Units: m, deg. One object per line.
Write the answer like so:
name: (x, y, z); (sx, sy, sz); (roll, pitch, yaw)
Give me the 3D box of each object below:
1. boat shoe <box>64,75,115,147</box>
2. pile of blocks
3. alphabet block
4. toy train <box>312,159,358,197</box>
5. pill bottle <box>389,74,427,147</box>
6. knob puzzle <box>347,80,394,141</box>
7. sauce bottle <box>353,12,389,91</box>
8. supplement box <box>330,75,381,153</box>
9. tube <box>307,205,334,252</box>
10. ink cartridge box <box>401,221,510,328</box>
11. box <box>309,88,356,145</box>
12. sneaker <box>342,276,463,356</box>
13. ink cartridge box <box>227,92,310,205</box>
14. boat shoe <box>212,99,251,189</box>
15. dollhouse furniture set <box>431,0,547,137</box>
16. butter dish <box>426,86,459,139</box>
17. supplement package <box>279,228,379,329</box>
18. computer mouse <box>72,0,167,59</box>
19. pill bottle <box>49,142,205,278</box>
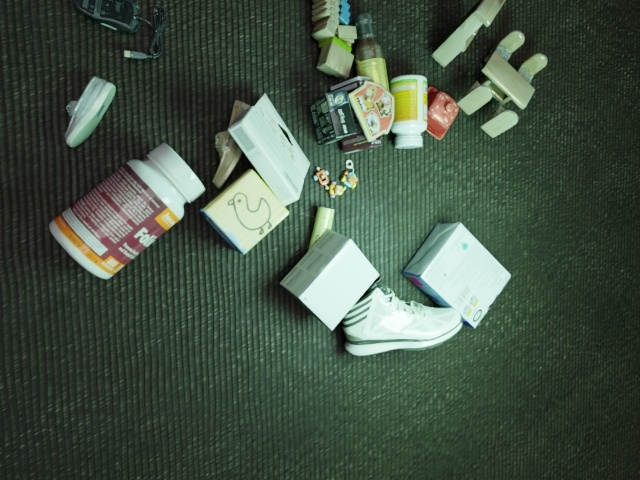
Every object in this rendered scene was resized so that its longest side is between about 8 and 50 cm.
boat shoe: (-0.702, -0.385, 1.318); (0.081, 0.079, 0.228); (29, 78, -9)
pile of blocks: (0.032, -0.746, 1.541); (0.149, 0.112, 0.362); (-12, 103, -36)
alphabet block: (-0.250, -0.092, 1.428); (0.197, 0.193, 0.192); (-44, 108, -12)
toy train: (0.063, -0.226, 1.607); (0.166, 0.046, 0.125); (-23, 101, -16)
pill bottle: (0.324, -0.469, 1.636); (0.136, 0.136, 0.246); (-2, 94, -19)
knob puzzle: (0.196, -0.455, 1.514); (0.213, 0.030, 0.213); (2, 87, -37)
sauce bottle: (0.180, -0.623, 1.592); (0.111, 0.111, 0.345); (-11, 96, -19)
supplement box: (0.126, -0.439, 1.566); (0.073, 0.130, 0.240); (-19, 101, -46)
tube: (0.000, 0.000, 1.595); (0.070, 0.062, 0.240); (13, 95, 15)
ink cartridge box: (0.556, 0.153, 1.749); (0.395, 0.151, 0.270); (41, 81, -16)
box: (0.038, -0.415, 1.516); (0.077, 0.180, 0.147); (-18, 98, -17)
sneaker: (0.292, 0.252, 1.599); (0.447, 0.169, 0.258); (-11, 108, -3)
ink cartridge box: (-0.153, -0.296, 1.436); (0.066, 0.261, 0.296); (-23, 118, 23)
boat shoe: (-0.297, -0.314, 1.447); (0.098, 0.109, 0.302); (23, 80, -14)
dollhouse furniture set: (0.659, -0.670, 1.638); (0.394, 0.256, 0.362); (39, 66, -9)
butter dish: (0.463, -0.495, 1.694); (0.160, 0.118, 0.160); (33, 82, -18)
supplement package: (0.034, 0.134, 1.541); (0.262, 0.145, 0.204); (-48, 124, -10)
computer mouse: (-0.605, -0.645, 1.342); (0.262, 0.060, 0.184); (2, 88, -31)
pill bottle: (-0.551, -0.093, 1.305); (0.392, 0.224, 0.224); (-43, 106, -12)
